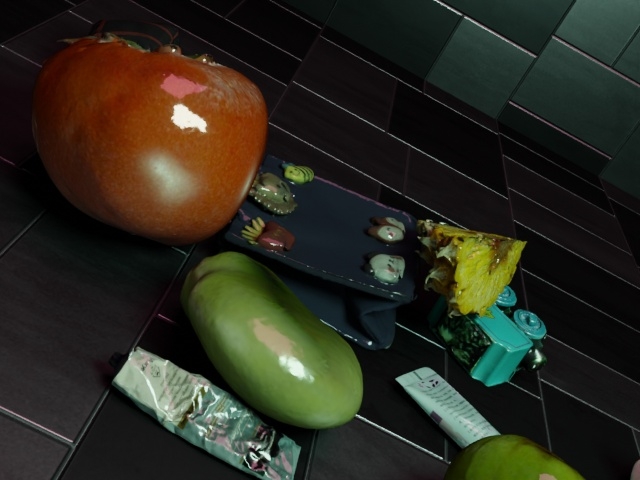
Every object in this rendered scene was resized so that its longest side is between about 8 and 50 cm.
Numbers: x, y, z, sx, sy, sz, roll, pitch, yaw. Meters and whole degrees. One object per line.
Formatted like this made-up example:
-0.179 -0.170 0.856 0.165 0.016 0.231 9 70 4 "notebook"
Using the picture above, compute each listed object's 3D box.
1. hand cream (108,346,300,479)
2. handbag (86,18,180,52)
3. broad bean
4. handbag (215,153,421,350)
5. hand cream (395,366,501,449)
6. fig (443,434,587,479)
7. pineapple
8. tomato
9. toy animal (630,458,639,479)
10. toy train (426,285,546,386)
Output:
-0.135 0.201 0.971 0.248 0.052 0.075 34 49 -6 "hand cream"
-0.345 -0.306 1.492 0.169 0.155 0.215 6 30 -3 "handbag"
-0.066 0.122 1.060 0.291 0.119 0.238 43 8 29 "broad bean"
0.000 0.000 1.361 0.329 0.122 0.303 26 27 -5 "handbag"
0.241 0.291 1.170 0.085 0.058 0.331 -11 49 -47 "hand cream"
0.217 0.339 0.953 0.203 0.203 0.225 27 67 -8 "fig"
0.204 0.041 1.340 0.164 0.139 0.250 16 9 26 "pineapple"
-0.242 -0.137 1.188 0.341 0.272 0.341 11 5 -1 "tomato"
0.602 0.401 1.234 0.289 0.174 0.249 21 16 -15 "toy animal"
0.278 0.148 1.409 0.154 0.107 0.198 -7 45 -39 "toy train"
